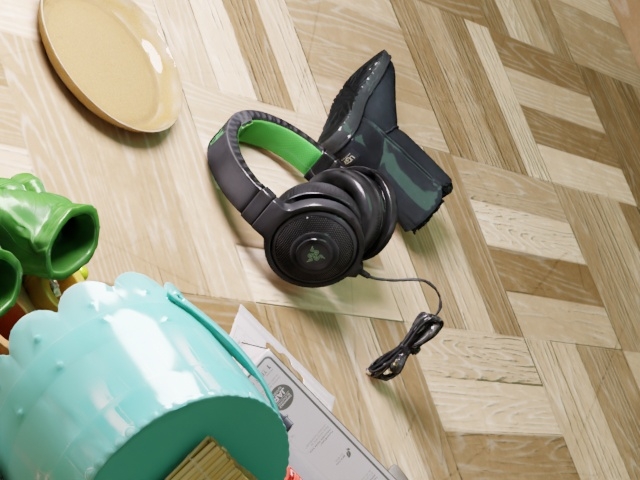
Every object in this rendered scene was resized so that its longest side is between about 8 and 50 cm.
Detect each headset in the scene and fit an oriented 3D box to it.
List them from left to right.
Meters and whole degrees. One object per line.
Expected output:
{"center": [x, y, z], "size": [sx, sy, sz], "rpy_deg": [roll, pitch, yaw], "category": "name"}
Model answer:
{"center": [0.000, 0.000, 2.278], "size": [0.394, 0.185, 0.243], "rpy_deg": [43, 25, 6], "category": "headset"}

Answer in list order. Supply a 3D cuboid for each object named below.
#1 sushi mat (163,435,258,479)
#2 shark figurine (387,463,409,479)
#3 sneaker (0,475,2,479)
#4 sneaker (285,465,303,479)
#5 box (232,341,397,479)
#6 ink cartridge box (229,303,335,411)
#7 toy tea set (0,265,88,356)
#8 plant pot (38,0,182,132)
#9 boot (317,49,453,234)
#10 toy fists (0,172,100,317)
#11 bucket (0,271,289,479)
{"center": [-0.168, 0.323, 1.537], "size": [0.151, 0.316, 0.019], "rpy_deg": [50, -7, -39], "category": "sushi mat"}
{"center": [0.161, 0.410, 2.112], "size": [0.278, 0.116, 0.166], "rpy_deg": [54, 31, -3], "category": "shark figurine"}
{"center": [-0.398, 0.201, 1.512], "size": [0.281, 0.106, 0.162], "rpy_deg": [53, 40, 3], "category": "sneaker"}
{"center": [-0.017, 0.276, 1.760], "size": [0.090, 0.145, 0.270], "rpy_deg": [-41, 112, -44], "category": "sneaker"}
{"center": [-0.031, 0.271, 1.892], "size": [0.290, 0.087, 0.169], "rpy_deg": [46, 74, -18], "category": "box"}
{"center": [-0.074, 0.205, 2.022], "size": [0.181, 0.056, 0.225], "rpy_deg": [47, 26, -18], "category": "ink cartridge box"}
{"center": [-0.276, 0.117, 1.722], "size": [0.200, 0.124, 0.336], "rpy_deg": [57, 30, -1], "category": "toy tea set"}
{"center": [-0.268, -0.232, 2.159], "size": [0.236, 0.032, 0.236], "rpy_deg": [37, 36, -33], "category": "plant pot"}
{"center": [0.110, -0.145, 2.571], "size": [0.207, 0.094, 0.246], "rpy_deg": [43, 39, -17], "category": "boot"}
{"center": [-0.344, 0.000, 1.714], "size": [0.279, 0.142, 0.096], "rpy_deg": [-38, 137, -59], "category": "toy fists"}
{"center": [-0.174, 0.192, 1.604], "size": [0.281, 0.281, 0.183], "rpy_deg": [19, 17, -48], "category": "bucket"}
